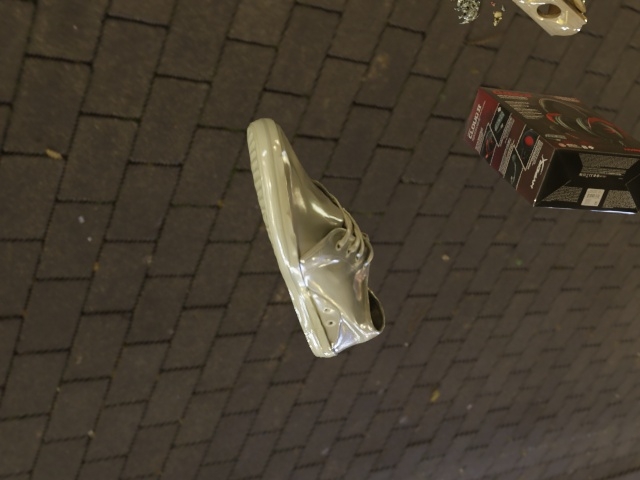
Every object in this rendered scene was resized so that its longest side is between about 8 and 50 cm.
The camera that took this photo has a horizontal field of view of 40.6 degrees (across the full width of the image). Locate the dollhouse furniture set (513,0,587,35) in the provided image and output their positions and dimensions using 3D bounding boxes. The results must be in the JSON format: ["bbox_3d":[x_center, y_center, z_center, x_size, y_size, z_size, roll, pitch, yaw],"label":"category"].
[{"bbox_3d":[0.364,-0.390,1.149,0.101,0.161,0.182,30,66,-32],"label":"dollhouse furniture set"}]

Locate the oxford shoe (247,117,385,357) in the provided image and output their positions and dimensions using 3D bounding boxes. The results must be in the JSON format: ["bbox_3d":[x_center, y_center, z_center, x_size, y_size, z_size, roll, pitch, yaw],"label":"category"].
[{"bbox_3d":[0.000,0.000,1.177,0.130,0.169,0.449,-16,138,4],"label":"oxford shoe"}]

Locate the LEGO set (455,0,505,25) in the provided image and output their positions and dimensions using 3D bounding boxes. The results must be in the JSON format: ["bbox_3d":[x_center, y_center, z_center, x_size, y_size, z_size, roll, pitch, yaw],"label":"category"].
[{"bbox_3d":[0.217,-0.321,1.202,0.083,0.023,0.054,3,133,0],"label":"LEGO set"}]

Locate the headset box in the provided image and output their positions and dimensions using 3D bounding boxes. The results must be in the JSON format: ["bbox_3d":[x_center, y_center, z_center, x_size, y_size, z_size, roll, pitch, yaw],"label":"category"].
[{"bbox_3d":[0.401,-0.167,1.501,0.218,0.293,0.110,3,120,-21],"label":"headset box"}]
